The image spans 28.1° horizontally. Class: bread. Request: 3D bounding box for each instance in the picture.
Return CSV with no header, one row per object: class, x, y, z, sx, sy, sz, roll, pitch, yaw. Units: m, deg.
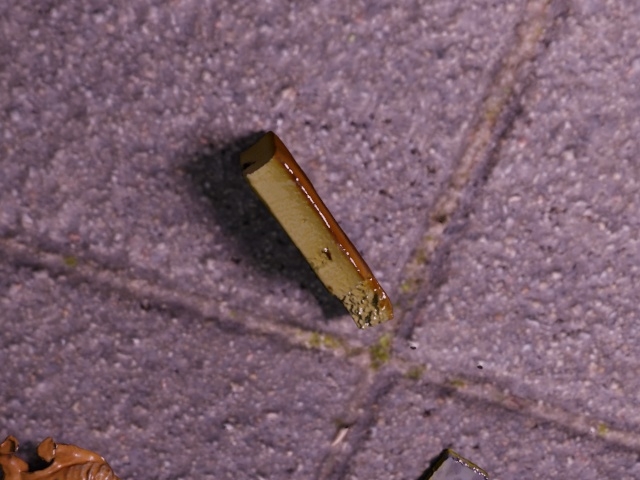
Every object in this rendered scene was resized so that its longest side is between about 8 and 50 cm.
bread,0.000,0.000,1.257,0.049,0.088,0.226,-34,111,4

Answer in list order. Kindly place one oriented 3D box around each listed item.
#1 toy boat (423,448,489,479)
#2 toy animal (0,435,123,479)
toy boat,0.131,0.289,1.428,0.063,0.016,0.115,34,104,-19
toy animal,-0.317,0.276,1.328,0.255,0.114,0.116,-15,156,2
